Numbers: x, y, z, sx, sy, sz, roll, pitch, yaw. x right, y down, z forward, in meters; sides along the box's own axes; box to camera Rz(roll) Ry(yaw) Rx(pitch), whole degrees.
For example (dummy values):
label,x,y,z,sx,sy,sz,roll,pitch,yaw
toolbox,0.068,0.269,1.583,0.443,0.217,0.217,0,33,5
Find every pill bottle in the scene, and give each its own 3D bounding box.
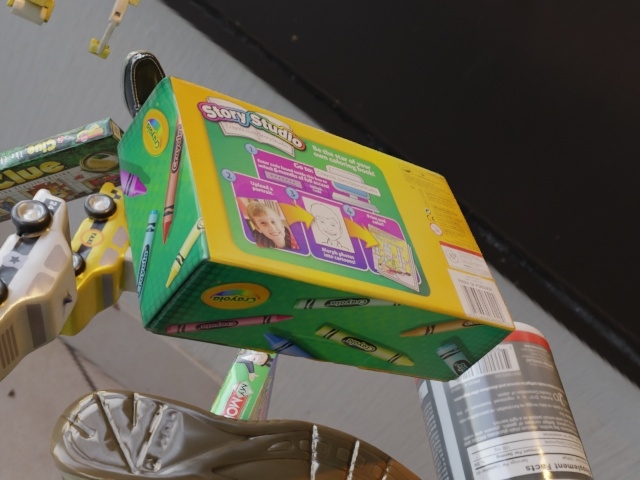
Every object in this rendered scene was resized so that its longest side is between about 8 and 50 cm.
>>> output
label,x,y,z,sx,sy,sz,roll,pitch,yaw
pill bottle,0.266,0.315,1.221,0.210,0.210,0.363,13,50,-29

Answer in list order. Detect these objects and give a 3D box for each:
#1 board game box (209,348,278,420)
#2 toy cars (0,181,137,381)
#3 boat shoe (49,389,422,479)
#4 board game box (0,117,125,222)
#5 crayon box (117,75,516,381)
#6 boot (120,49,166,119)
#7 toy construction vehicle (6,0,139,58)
label,x,y,z,sx,sy,sz,roll,pitch,yaw
board game box,-0.118,0.296,1.014,0.046,0.317,0.213,17,40,7
toy cars,-0.254,0.037,0.907,0.087,0.176,0.393,14,6,2
boat shoe,-0.059,0.229,0.729,0.342,0.123,0.123,13,38,4
board game box,-0.356,-0.081,1.106,0.136,0.260,0.030,55,21,-66
crayon box,0.000,0.000,0.639,0.278,0.081,0.165,15,42,-36
boot,-0.239,-0.183,1.414,0.085,0.236,0.179,-26,36,-29
toy construction vehicle,-0.158,-0.182,0.577,0.086,0.098,0.035,25,5,-29
